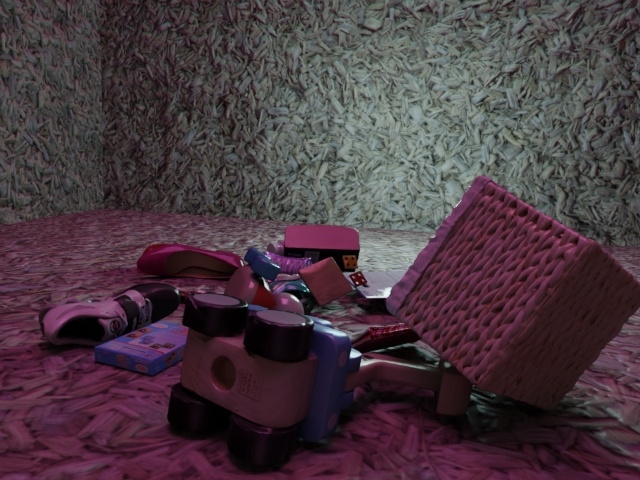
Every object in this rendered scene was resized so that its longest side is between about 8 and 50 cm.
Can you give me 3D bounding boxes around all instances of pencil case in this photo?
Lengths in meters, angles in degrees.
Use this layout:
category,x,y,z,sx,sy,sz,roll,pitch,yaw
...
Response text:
category,x,y,z,sx,sy,sz,roll,pitch,yaw
pencil case,-0.129,0.098,1.953,0.206,0.088,0.086,6,21,23

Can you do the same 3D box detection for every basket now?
category,x,y,z,sx,sy,sz,roll,pitch,yaw
basket,0.374,0.113,0.965,0.329,0.331,0.266,26,14,-38

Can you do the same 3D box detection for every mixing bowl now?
category,x,y,z,sx,sy,sz,roll,pitch,yaw
mixing bowl,-0.624,0.068,1.952,0.182,0.098,0.181,2,10,0

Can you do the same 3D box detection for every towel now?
category,x,y,z,sx,sy,sz,roll,pitch,yaw
towel,0.171,0.223,1.166,0.275,0.031,0.199,-4,-24,-31

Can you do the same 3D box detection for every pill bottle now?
category,x,y,z,sx,sy,sz,roll,pitch,yaw
pill bottle,-0.141,0.045,2.207,0.180,0.107,0.108,-5,12,-37

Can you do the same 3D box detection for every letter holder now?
category,x,y,z,sx,sy,sz,roll,pitch,yaw
letter holder,0.000,0.000,2.084,0.302,0.151,0.214,2,51,-4

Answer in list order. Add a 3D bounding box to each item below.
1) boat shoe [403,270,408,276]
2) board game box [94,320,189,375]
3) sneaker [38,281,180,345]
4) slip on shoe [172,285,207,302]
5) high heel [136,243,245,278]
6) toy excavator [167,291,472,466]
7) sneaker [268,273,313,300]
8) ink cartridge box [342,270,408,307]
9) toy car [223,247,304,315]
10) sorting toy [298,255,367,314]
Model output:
category,x,y,z,sx,sy,sz,roll,pitch,yaw
boat shoe,0.382,0.151,1.492,0.108,0.102,0.301,-24,44,-36
board game box,-0.382,0.243,1.158,0.160,0.039,0.211,7,11,22
sneaker,-0.495,0.195,1.220,0.331,0.122,0.146,-12,22,-30
slip on shoe,-0.410,0.176,1.555,0.136,0.051,0.041,11,50,3
high heel,-0.467,0.089,1.829,0.378,0.127,0.181,-6,19,-25
toy excavator,0.019,0.233,0.921,0.433,0.222,0.445,11,4,33
sneaker,-0.056,0.167,1.621,0.276,0.106,0.110,-7,33,-27
ink cartridge box,0.260,0.172,1.699,0.331,0.071,0.324,-2,11,-12
toy car,-0.131,0.176,1.328,0.238,0.219,0.210,30,-1,-20
sorting toy,0.019,0.132,1.579,0.275,0.132,0.046,-22,-21,-31
